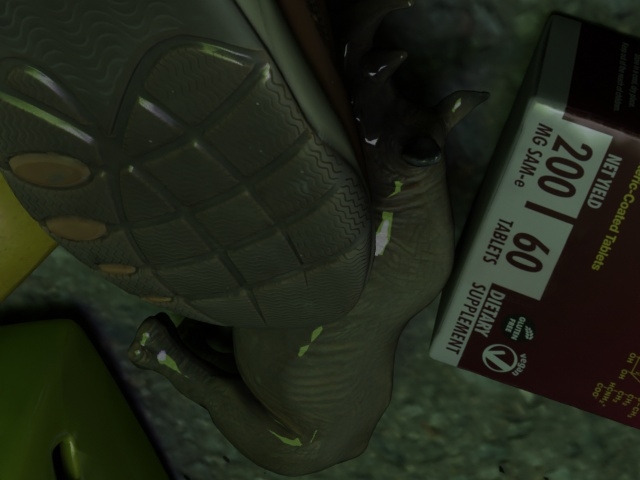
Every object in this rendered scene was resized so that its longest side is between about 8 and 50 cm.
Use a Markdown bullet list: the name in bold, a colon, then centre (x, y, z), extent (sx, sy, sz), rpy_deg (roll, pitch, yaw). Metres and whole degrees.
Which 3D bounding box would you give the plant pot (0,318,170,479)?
- **plant pot**: centre (-0.187, 0.199, 0.768), extent (0.227, 0.207, 0.228), rpy_deg (-13, 124, 16)

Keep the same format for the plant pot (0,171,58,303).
- **plant pot**: centre (-0.198, -0.053, 0.624), extent (0.187, 0.212, 0.212), rpy_deg (-25, 116, 14)

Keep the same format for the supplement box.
- **supplement box**: centre (0.176, 0.019, 0.645), extent (0.239, 0.073, 0.130), rpy_deg (18, 126, 1)

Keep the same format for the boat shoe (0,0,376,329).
- **boat shoe**: centre (-0.046, -0.089, 0.505), extent (0.123, 0.116, 0.324), rpy_deg (4, 145, 19)

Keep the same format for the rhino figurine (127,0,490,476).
- **rhino figurine**: centre (0.000, 0.000, 0.666), extent (0.106, 0.073, 0.243), rpy_deg (32, 131, 14)
